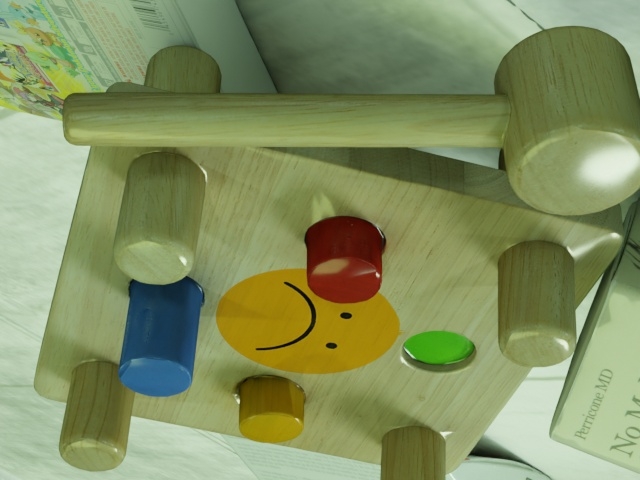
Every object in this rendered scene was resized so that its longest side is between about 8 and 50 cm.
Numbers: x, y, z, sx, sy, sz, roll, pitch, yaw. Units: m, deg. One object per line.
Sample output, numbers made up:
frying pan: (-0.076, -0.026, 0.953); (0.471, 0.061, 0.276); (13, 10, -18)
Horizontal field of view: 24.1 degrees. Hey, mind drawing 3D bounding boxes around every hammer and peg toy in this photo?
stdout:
hammer and peg toy: (0.000, 0.000, 0.735); (0.266, 0.127, 0.361); (12, 141, -9)

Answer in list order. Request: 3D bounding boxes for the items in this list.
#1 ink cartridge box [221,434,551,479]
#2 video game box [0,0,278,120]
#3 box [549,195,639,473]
ink cartridge box: (0.053, 0.198, 1.384); (0.308, 0.091, 0.385); (0, 132, 49)
video game box: (-0.130, -0.121, 0.780); (0.187, 0.048, 0.205); (13, 157, 19)
box: (0.264, 0.086, 0.746); (0.275, 0.094, 0.113); (19, 124, 9)
